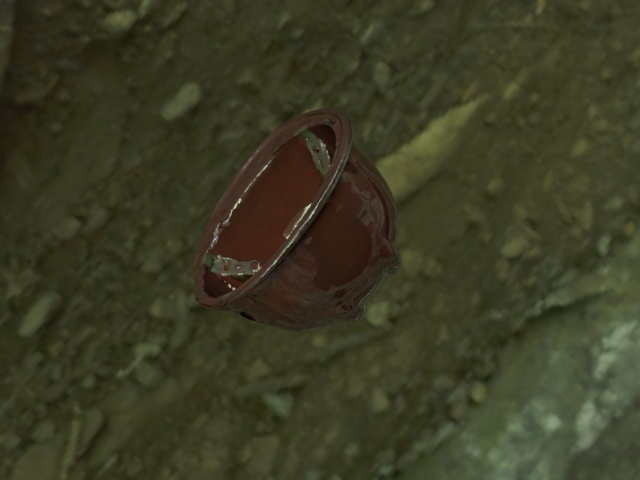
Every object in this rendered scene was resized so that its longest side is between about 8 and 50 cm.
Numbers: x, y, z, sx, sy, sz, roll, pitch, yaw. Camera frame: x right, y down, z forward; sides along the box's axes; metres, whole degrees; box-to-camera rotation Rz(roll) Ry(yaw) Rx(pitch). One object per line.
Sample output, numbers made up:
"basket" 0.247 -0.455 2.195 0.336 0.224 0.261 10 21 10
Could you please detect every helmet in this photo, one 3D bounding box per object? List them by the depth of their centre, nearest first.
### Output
"helmet" 0.000 0.000 0.492 0.089 0.057 0.111 -55 -161 4
